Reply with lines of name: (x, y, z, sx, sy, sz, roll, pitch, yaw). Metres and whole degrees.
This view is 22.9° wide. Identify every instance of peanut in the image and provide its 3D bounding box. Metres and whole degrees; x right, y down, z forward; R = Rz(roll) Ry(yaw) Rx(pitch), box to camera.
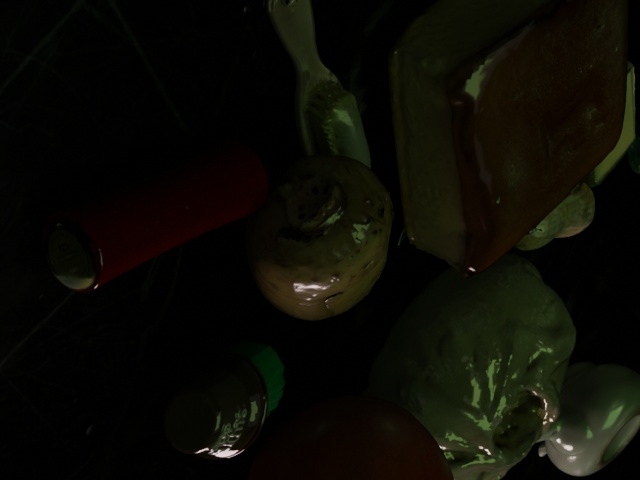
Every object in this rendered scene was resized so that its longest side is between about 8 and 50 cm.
peanut: (0.321, -0.038, 2.209, 0.207, 0.087, 0.087, -21, 132, -51)

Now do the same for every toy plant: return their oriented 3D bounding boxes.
toy plant: (-0.102, 0.178, 1.710, 0.143, 0.105, 0.200, -60, 164, 16)

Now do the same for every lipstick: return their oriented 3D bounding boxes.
lipstick: (-0.150, -0.026, 1.471, 0.241, 0.080, 0.080, -29, 138, -46)

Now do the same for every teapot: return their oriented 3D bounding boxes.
teapot: (0.419, 0.283, 2.584, 0.220, 0.149, 0.318, -55, 153, 5)

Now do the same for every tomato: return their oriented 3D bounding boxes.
tomato: (0.036, 0.309, 1.893, 0.224, 0.256, 0.255, -75, 170, -49)

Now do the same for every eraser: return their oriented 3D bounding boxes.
eraser: (0.395, -0.170, 2.239, 0.117, 0.058, 0.172, -49, 149, -21)

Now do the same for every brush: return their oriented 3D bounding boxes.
brush: (0.006, -0.157, 1.625, 0.072, 0.067, 0.313, -47, 147, -22)

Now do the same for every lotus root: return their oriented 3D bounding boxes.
lotus root: (0.000, 0.000, 1.647, 0.160, 0.146, 0.284, -28, 163, -5)

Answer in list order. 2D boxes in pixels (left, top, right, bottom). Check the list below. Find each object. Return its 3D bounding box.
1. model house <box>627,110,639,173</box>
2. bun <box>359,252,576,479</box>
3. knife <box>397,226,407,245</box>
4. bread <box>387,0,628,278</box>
model house: (0.677, -0.265, 2.391, 0.382, 0.335, 0.342, -6, 102, -39)
bun: (0.212, 0.194, 2.105, 0.365, 0.219, 0.365, -41, 149, -31)
knife: (0.134, -0.069, 1.962, 0.023, 0.010, 0.170, 16, 103, -55)
bread: (0.229, -0.166, 1.869, 0.323, 0.143, 0.333, -42, 143, -28)
